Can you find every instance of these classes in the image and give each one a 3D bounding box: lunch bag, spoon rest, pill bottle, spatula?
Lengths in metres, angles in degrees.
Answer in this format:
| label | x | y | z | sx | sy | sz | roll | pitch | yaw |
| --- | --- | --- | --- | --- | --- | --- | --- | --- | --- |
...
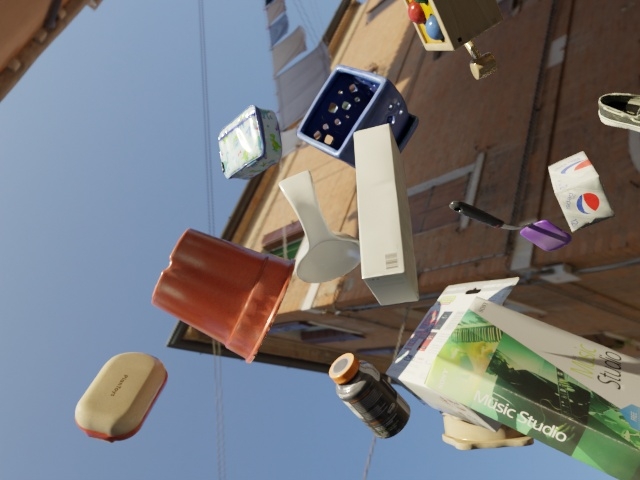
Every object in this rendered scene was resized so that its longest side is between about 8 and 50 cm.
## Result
| label | x | y | z | sx | sy | sz | roll | pitch | yaw |
| --- | --- | --- | --- | --- | --- | --- | --- | --- | --- |
| lunch bag | -0.212 | -0.285 | 1.565 | 0.090 | 0.219 | 0.176 | 2 | -105 | -42 |
| spoon rest | 0.000 | 0.000 | 0.947 | 0.276 | 0.137 | 0.084 | 65 | -178 | -52 |
| pill bottle | 0.131 | 0.425 | 1.481 | 0.245 | 0.130 | 0.130 | 49 | -127 | -17 |
| spatula | 0.399 | -0.034 | 1.122 | 0.297 | 0.084 | 0.030 | 15 | -116 | -20 |

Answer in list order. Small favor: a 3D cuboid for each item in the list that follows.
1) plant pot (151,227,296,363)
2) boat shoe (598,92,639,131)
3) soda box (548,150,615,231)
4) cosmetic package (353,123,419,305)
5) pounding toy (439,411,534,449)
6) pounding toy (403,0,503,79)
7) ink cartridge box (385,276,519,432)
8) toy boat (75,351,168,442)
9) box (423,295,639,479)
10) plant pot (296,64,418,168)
| label | x | y | z | sx | sy | sz | roll | pitch | yaw |
| --- | --- | --- | --- | --- | --- | --- | --- | --- | --- |
| plant pot | -0.234 | 0.114 | 1.263 | 0.265 | 0.272 | 0.272 | 25 | -119 | -6 |
| boat shoe | 0.737 | -0.285 | 1.193 | 0.070 | 0.219 | 0.077 | 41 | -106 | -49 |
| soda box | 0.587 | -0.120 | 1.212 | 0.098 | 0.091 | 0.286 | 62 | -154 | -8 |
| cosmetic package | 0.090 | -0.038 | 0.752 | 0.099 | 0.061 | 0.238 | 51 | -148 | -54 |
| pounding toy | 0.407 | 0.375 | 1.213 | 0.154 | 0.270 | 0.154 | 36 | -132 | -81 |
| pounding toy | 0.194 | -0.331 | 0.818 | 0.094 | 0.181 | 0.206 | -30 | -70 | 4 |
| ink cartridge box | 0.314 | 0.228 | 1.134 | 0.130 | 0.309 | 0.271 | 39 | -104 | -7 |
| toy boat | -0.449 | 0.375 | 1.235 | 0.151 | 0.151 | 0.231 | 12 | -143 | 7 |
| box | 0.332 | 0.196 | 0.734 | 0.232 | 0.322 | 0.058 | -29 | -45 | -57 |
| plant pot | 0.113 | -0.310 | 1.457 | 0.212 | 0.236 | 0.236 | 28 | -83 | -41 |
